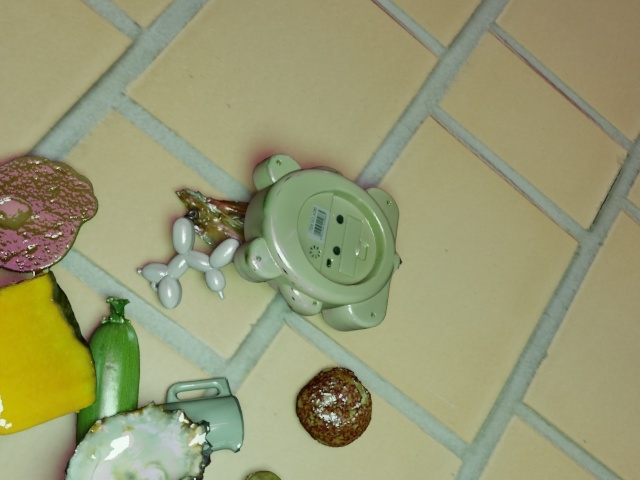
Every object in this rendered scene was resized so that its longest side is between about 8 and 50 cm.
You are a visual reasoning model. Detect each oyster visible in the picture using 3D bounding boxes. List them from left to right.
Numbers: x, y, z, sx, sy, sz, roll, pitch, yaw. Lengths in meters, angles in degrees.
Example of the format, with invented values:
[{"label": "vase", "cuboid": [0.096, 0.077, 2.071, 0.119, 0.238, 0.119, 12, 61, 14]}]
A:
[{"label": "oyster", "cuboid": [-0.273, 0.355, 1.049, 0.198, 0.092, 0.260, 11, 37, 8]}]

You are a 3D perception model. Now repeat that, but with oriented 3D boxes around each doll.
[{"label": "doll", "cuboid": [-0.234, 0.047, 1.262, 0.161, 0.059, 0.160, 21, 91, 0]}]

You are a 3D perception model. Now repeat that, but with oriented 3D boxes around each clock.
[{"label": "clock", "cuboid": [0.000, 0.000, 1.306, 0.309, 0.114, 0.284, 23, 66, -30]}]

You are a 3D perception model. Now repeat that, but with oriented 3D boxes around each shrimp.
[{"label": "shrimp", "cuboid": [-0.138, -0.020, 1.337, 0.294, 0.062, 0.154, 32, 58, -15]}]

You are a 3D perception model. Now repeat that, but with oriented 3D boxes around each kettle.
[{"label": "kettle", "cuboid": [-0.214, 0.311, 1.223, 0.148, 0.127, 0.098, -6, 112, -23]}]

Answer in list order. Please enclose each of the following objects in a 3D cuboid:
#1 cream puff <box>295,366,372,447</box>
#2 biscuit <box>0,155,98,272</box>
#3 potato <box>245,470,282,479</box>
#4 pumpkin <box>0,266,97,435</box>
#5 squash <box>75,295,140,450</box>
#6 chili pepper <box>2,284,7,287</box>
[{"label": "cream puff", "cuboid": [0.031, 0.301, 1.308, 0.149, 0.084, 0.149, 5, 77, -21]}, {"label": "biscuit", "cuboid": [-0.490, -0.044, 1.217, 0.181, 0.049, 0.208, 30, 70, -11]}, {"label": "potato", "cuboid": [-0.094, 0.465, 1.232, 0.091, 0.070, 0.138, -2, 80, -25]}, {"label": "pumpkin", "cuboid": [-0.500, 0.180, 1.054, 0.303, 0.256, 0.225, -14, 91, 9]}, {"label": "squash", "cuboid": [-0.348, 0.279, 1.170, 0.101, 0.101, 0.379, 7, 76, -18]}, {"label": "chili pepper", "cuboid": [-0.478, 0.112, 1.198, 0.055, 0.035, 0.118, -42, 104, -10]}]
